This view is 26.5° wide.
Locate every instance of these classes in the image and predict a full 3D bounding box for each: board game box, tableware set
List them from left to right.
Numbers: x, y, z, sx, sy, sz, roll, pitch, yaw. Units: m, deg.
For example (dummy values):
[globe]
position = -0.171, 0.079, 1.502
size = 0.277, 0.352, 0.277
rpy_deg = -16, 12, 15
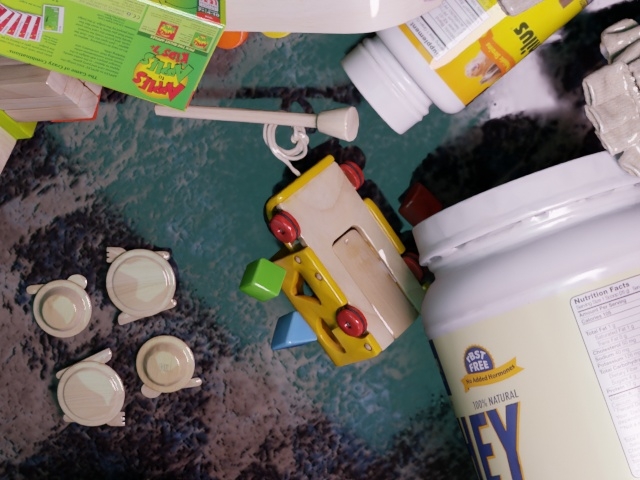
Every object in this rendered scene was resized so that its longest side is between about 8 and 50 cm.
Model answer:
[board game box]
position = -0.174, -0.172, 1.059
size = 0.181, 0.043, 0.092
rpy_deg = 16, 131, -19
[tableware set]
position = -0.191, 0.090, 1.270
size = 0.141, 0.020, 0.168
rpy_deg = -14, 99, 4

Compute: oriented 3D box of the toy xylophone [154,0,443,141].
[toy xylophone]
position = -0.057, -0.210, 1.109
size = 0.323, 0.081, 0.236
rpy_deg = 13, 122, 22

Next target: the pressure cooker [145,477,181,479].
[pressure cooker]
position = -0.137, 0.470, 1.169
size = 0.375, 0.370, 0.420
rpy_deg = 33, 102, -7

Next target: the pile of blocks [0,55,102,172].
[pile of blocks]
position = -0.329, -0.106, 1.208
size = 0.362, 0.149, 0.112
rpy_deg = -23, 143, 16

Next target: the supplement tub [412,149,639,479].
[supplement tub]
position = 0.222, 0.109, 1.119
size = 0.235, 0.235, 0.324
rpy_deg = -20, 83, 7

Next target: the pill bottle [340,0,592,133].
[pill bottle]
position = 0.124, -0.189, 1.146
size = 0.215, 0.117, 0.117
rpy_deg = -40, 97, 10

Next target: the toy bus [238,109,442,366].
[toy bus]
position = 0.003, 0.013, 1.202
size = 0.191, 0.104, 0.202
rpy_deg = 14, 69, -29

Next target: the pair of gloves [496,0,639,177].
[pair of gloves]
position = 0.249, -0.193, 1.061
size = 0.204, 0.042, 0.240
rpy_deg = -39, 91, -12
